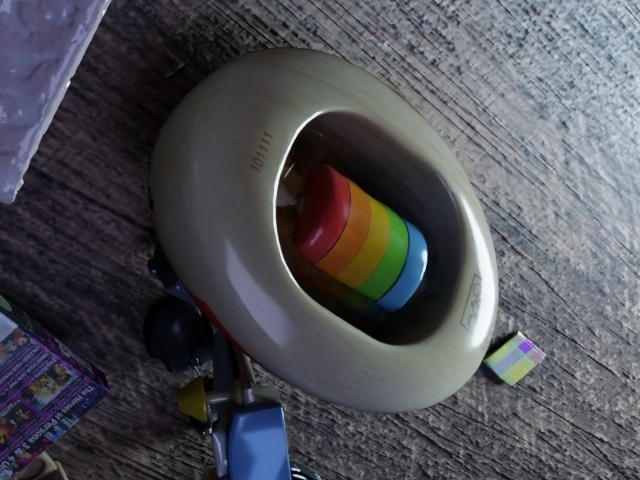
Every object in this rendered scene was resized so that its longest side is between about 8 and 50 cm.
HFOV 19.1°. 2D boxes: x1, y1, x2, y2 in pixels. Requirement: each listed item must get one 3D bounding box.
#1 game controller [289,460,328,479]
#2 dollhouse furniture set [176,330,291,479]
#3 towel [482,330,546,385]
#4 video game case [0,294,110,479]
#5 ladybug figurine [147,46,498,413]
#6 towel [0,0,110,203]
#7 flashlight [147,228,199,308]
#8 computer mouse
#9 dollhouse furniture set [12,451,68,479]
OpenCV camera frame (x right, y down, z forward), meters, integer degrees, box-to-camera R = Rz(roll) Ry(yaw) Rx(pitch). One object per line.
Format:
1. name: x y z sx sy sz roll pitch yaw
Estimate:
1. game controller: -0.027 0.353 2.275 0.166 0.067 0.319 -41 140 9
2. dollhouse furniture set: -0.142 0.221 1.936 0.198 0.286 0.303 -9 116 -7
3. towel: 0.231 0.141 2.280 0.060 0.009 0.083 -40 141 9
4. video game case: -0.354 0.155 1.814 0.232 0.042 0.210 -42 124 10
5. ladybug figurine: 0.000 0.000 1.784 0.449 0.162 0.305 38 60 -39
6. towel: -0.298 -0.226 1.317 0.332 0.053 0.317 28 110 -7
7. flashlight: -0.044 0.045 1.922 0.304 0.103 0.103 30 96 -43
8. computer mouse: -0.130 0.141 2.000 0.071 0.041 0.242 -28 142 -8
9. dollhouse furniture set: -0.333 0.272 1.926 0.144 0.123 0.151 -31 142 -3
